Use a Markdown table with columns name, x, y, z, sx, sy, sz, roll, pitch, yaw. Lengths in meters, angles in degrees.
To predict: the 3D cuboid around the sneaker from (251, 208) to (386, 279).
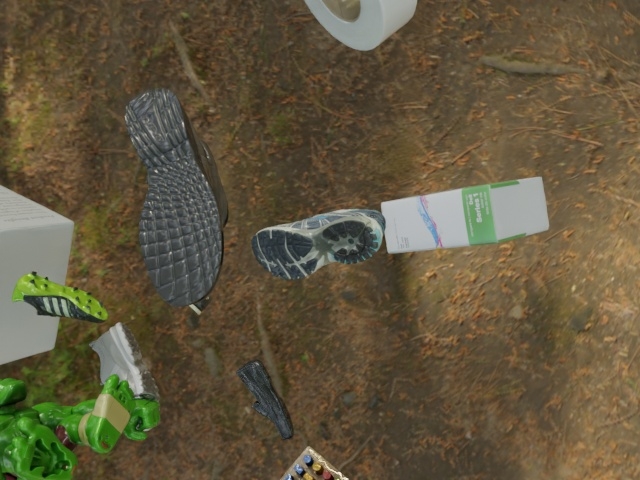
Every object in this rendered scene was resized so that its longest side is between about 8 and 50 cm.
| name | x | y | z | sx | sy | sz | roll | pitch | yaw |
| --- | --- | --- | --- | --- | --- | --- | --- | --- | --- |
| sneaker | 0.000 | 0.000 | 1.302 | 0.283 | 0.122 | 0.110 | -6 | 110 | 27 |

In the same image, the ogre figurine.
| name | x | y | z | sx | sy | sz | roll | pitch | yaw |
| --- | --- | --- | --- | --- | --- | --- | --- | --- | --- |
| ogre figurine | -0.236 | 0.163 | 0.545 | 0.118 | 0.197 | 0.096 | -10 | 106 | 23 |

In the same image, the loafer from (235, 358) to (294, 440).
| name | x | y | z | sx | sy | sz | roll | pitch | yaw |
| --- | --- | --- | --- | --- | --- | --- | --- | --- | --- |
| loafer | -0.140 | 0.413 | 1.708 | 0.078 | 0.076 | 0.223 | -29 | 83 | -2 |

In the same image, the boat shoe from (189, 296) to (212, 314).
| name | x | y | z | sx | sy | sz | roll | pitch | yaw |
| --- | --- | --- | --- | --- | --- | --- | --- | --- | --- |
| boat shoe | -0.250 | 0.074 | 1.181 | 0.133 | 0.049 | 0.042 | 42 | 78 | -8 |

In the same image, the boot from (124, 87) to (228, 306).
| name | x | y | z | sx | sy | sz | roll | pitch | yaw |
| --- | --- | --- | --- | --- | --- | --- | --- | --- | --- |
| boot | -0.187 | -0.047 | 1.021 | 0.118 | 0.222 | 0.337 | -12 | 71 | 5 |

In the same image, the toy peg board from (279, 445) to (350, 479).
| name | x | y | z | sx | sy | sz | roll | pitch | yaw |
| --- | --- | --- | --- | --- | --- | --- | --- | --- | --- |
| toy peg board | -0.026 | 0.604 | 1.622 | 0.161 | 0.079 | 0.161 | 34 | 70 | 26 |

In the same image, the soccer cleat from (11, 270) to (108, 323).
| name | x | y | z | sx | sy | sz | roll | pitch | yaw |
| --- | --- | --- | --- | --- | --- | --- | --- | --- | --- |
| soccer cleat | -0.499 | 0.121 | 1.285 | 0.179 | 0.060 | 0.072 | 30 | 113 | -26 |

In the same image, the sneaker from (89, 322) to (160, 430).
| name | x | y | z | sx | sy | sz | roll | pitch | yaw |
| --- | --- | --- | --- | --- | --- | --- | --- | --- | --- |
| sneaker | -0.491 | 0.353 | 1.680 | 0.115 | 0.105 | 0.281 | -27 | 69 | 0 |

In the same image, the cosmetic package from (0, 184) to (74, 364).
| name | x | y | z | sx | sy | sz | roll | pitch | yaw |
| --- | --- | --- | --- | --- | --- | --- | --- | --- | --- |
| cosmetic package | -0.816 | 0.055 | 1.453 | 0.394 | 0.329 | 0.327 | 23 | 107 | 26 |

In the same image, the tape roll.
| name | x | y | z | sx | sy | sz | roll | pitch | yaw |
| --- | --- | --- | --- | --- | --- | --- | --- | --- | --- |
| tape roll | 0.064 | -0.541 | 1.377 | 0.100 | 0.286 | 0.286 | -40 | 75 | -16 |

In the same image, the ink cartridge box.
| name | x | y | z | sx | sy | sz | roll | pitch | yaw |
| --- | --- | --- | --- | --- | --- | --- | --- | --- | --- |
| ink cartridge box | 0.296 | -0.051 | 1.394 | 0.278 | 0.202 | 0.116 | -7 | 93 | 47 |
